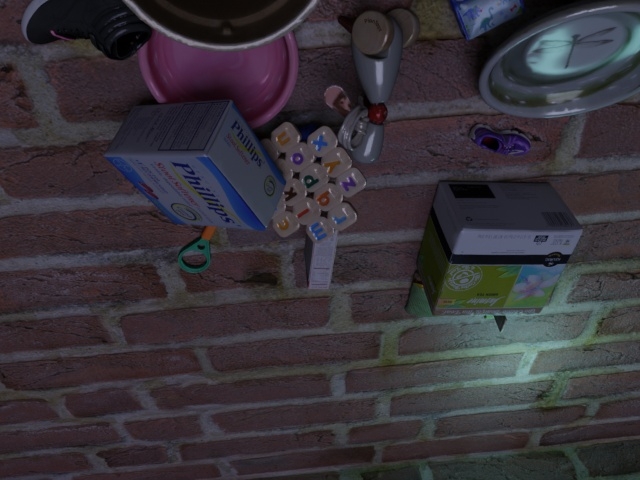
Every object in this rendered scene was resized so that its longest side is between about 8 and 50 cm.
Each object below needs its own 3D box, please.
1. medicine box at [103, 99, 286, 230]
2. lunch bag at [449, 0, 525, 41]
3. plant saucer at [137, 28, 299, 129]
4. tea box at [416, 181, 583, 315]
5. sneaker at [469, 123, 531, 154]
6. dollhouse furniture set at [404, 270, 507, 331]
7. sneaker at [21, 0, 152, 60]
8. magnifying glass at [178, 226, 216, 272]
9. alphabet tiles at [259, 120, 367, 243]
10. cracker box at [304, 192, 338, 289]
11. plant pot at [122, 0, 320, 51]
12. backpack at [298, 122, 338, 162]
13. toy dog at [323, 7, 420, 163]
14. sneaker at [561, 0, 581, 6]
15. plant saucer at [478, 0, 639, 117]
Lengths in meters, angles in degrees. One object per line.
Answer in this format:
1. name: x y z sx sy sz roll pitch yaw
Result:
1. medicine box: -0.268 -0.160 1.167 0.289 0.149 0.263 6 150 29
2. lunch bag: 0.330 -0.511 1.077 0.128 0.096 0.151 -23 115 16
3. plant saucer: -0.213 -0.392 1.121 0.331 0.084 0.332 -3 130 -4
4. tea box: 0.476 0.026 1.466 0.328 0.220 0.324 0 131 -6
5. sneaker: 0.457 -0.241 1.333 0.169 0.071 0.068 8 129 -14
6. dollhouse furniture set: 0.438 0.207 1.663 0.301 0.151 0.198 -1 131 -5
7. sneaker: -0.452 -0.406 1.015 0.295 0.104 0.147 -16 94 22
8. magnifying glass: -0.335 0.009 1.491 0.092 0.026 0.231 20 125 -22
9. alphabet tiles: -0.039 -0.135 1.252 0.277 0.021 0.284 -32 100 29
10. cracker box: 0.000 0.000 1.434 0.067 0.156 0.232 2 131 -8
11. plant pot: -0.159 -0.500 0.795 0.333 0.306 0.334 -7 127 -9
12. backpack: -0.013 -0.225 1.281 0.101 0.098 0.120 -27 116 11
13. toy dog: 0.085 -0.349 1.134 0.220 0.160 0.334 6 107 -61
14. sneaker: 0.482 -0.561 1.033 0.131 0.112 0.319 -34 125 18
15. plant saucer: 0.541 -0.399 1.124 0.399 0.101 0.400 0 164 0
